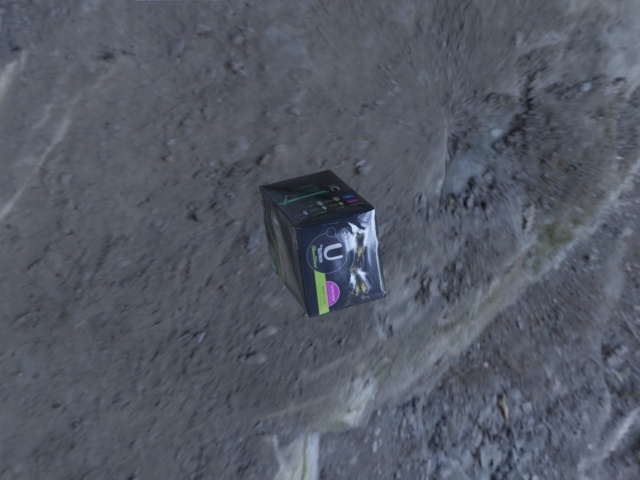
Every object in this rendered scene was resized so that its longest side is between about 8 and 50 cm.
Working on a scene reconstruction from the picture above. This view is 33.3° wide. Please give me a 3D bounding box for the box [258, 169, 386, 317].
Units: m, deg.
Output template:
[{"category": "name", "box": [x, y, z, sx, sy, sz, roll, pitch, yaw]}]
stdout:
[{"category": "box", "box": [0.000, 0.000, 0.665, 0.052, 0.083, 0.062, -15, 115, -15]}]
